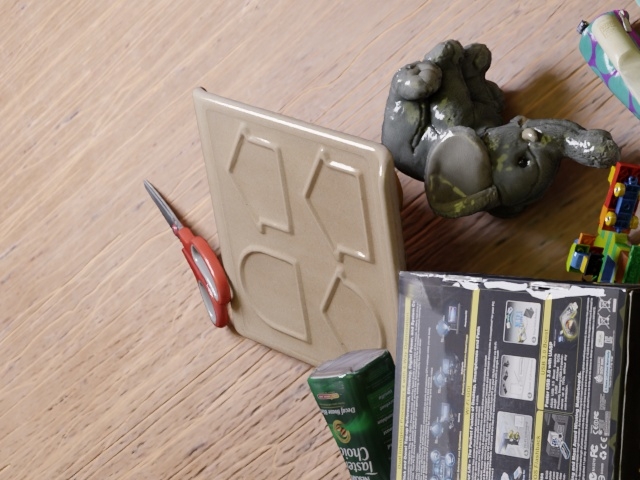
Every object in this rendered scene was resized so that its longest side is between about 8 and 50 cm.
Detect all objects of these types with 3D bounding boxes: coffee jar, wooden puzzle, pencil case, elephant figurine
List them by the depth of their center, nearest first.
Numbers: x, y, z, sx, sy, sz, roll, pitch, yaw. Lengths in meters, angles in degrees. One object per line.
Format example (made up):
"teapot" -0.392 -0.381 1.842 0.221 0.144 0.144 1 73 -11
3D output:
"pencil case" 0.331 -0.176 1.947 0.151 0.064 0.070 55 140 35
"elephant figurine" 0.177 -0.088 2.000 0.239 0.169 0.186 51 157 29
"coffee jar" 0.061 0.213 2.023 0.096 0.079 0.184 -11 105 50
"wooden puzzle" 0.000 0.000 2.104 0.348 0.080 0.322 24 131 45

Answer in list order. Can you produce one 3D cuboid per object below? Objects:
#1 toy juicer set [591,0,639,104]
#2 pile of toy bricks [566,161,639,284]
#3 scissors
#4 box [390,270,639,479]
"toy juicer set" 0.339 -0.282 1.828 0.329 0.089 0.209 -62 33 6
"pile of toy bricks" 0.301 0.014 1.914 0.105 0.118 0.212 -117 39 -64
"scissors" -0.169 -0.012 2.330 0.109 0.021 0.297 87 160 -48
"box" 0.201 0.233 1.850 0.318 0.097 0.395 2 90 48
